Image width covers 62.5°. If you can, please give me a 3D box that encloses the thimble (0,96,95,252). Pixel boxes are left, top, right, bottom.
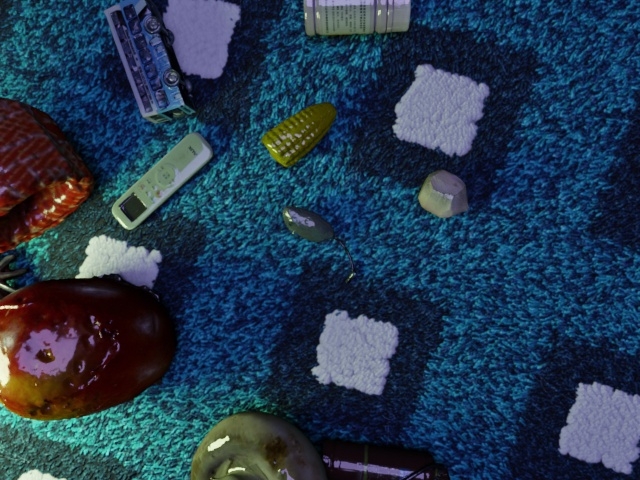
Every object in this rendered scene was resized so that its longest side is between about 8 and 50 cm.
[{"bbox_3d":[-0.737,-0.140,1.225,0.350,0.350,0.231,-37,89,4],"label":"thimble"}]

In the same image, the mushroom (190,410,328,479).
[{"bbox_3d":[-0.162,0.592,1.224,0.362,0.294,0.363,0,90,27],"label":"mushroom"}]

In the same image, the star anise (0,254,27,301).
[{"bbox_3d":[-0.870,0.107,1.350,0.257,0.110,0.199,28,68,-14],"label":"star anise"}]

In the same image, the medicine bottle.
[{"bbox_3d":[0.086,-0.565,1.266,0.249,0.133,0.134,-2,92,3],"label":"medicine bottle"}]

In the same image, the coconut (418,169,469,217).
[{"bbox_3d":[0.306,-0.109,1.283,0.124,0.110,0.110,25,93,6],"label":"coconut"}]

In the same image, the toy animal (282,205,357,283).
[{"bbox_3d":[0.009,-0.005,1.332,0.253,0.070,0.079,40,129,-11],"label":"toy animal"}]

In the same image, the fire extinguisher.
[{"bbox_3d":[0.168,0.581,1.328,0.340,0.105,0.142,7,132,2],"label":"fire extinguisher"}]

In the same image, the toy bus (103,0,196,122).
[{"bbox_3d":[-0.419,-0.448,1.311,0.130,0.106,0.298,-19,90,6],"label":"toy bus"}]

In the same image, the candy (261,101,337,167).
[{"bbox_3d":[-0.043,-0.272,1.305,0.198,0.094,0.106,-39,84,-2],"label":"candy"}]

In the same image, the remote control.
[{"bbox_3d":[-0.404,-0.151,1.353,0.309,0.038,0.090,-40,90,4],"label":"remote control"}]

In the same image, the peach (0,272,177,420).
[{"bbox_3d":[-0.563,0.259,1.273,0.416,0.353,0.340,-5,101,-38],"label":"peach"}]
